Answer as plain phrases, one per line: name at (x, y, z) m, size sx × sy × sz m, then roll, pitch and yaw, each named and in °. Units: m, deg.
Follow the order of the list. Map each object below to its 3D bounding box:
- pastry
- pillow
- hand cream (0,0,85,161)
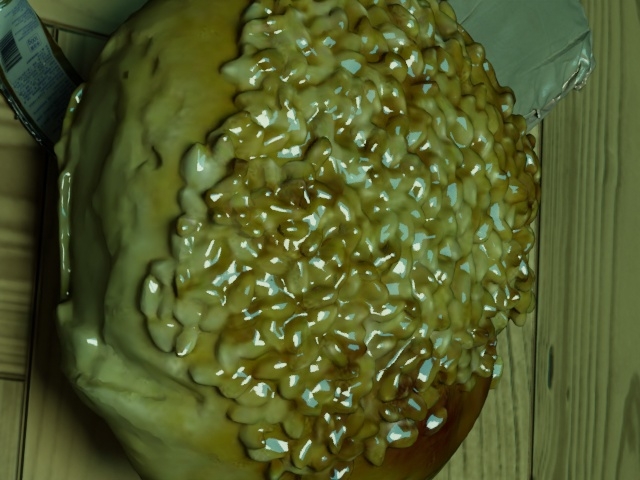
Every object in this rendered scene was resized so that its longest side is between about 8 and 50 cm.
pastry at (0.000, 0.000, 1.178) m, size 0.409 × 0.245 × 0.410 m, roll 5°, pitch 83°, yaw -46°
pillow at (0.134, -0.162, 1.443) m, size 0.270 × 0.067 × 0.173 m, roll -40°, pitch 105°, yaw -37°
hand cream at (-0.197, -0.121, 1.183) m, size 0.062 × 0.039 × 0.163 m, roll -51°, pitch 122°, yaw -34°
